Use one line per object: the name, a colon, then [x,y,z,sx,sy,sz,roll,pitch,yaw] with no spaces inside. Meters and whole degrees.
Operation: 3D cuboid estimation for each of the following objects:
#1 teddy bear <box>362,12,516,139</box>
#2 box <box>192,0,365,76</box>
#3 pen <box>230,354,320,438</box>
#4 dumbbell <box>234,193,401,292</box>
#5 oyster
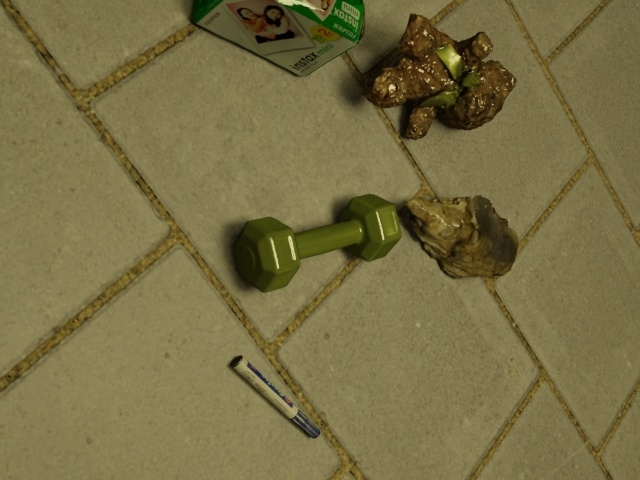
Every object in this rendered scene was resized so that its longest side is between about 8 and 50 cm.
teddy bear: [0.231,-0.288,1.516,0.222,0.246,0.296,36,21,6]
box: [-0.065,-0.381,1.334,0.250,0.180,0.103,22,67,-30]
pen: [-0.070,0.260,1.327,0.204,0.025,0.025,46,60,-22]
dumbbell: [0.000,0.000,1.365,0.302,0.108,0.121,-14,91,-36]
oyster: [0.300,-0.010,1.582,0.341,0.110,0.166,39,68,-40]
